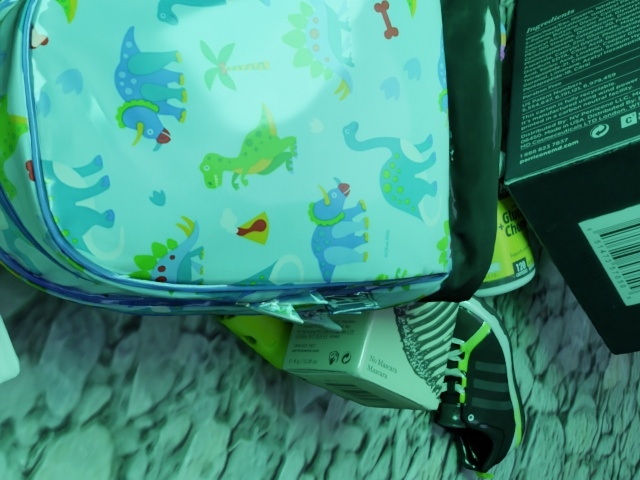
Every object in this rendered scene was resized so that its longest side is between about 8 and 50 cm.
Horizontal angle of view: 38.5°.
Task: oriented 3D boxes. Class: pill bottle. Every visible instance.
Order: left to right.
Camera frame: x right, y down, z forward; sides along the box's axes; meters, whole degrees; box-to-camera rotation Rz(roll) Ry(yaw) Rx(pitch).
[{"bbox_3d":[0.166,-0.037,0.996,0.103,0.103,0.184,-27,107,-44],"label":"pill bottle"}]

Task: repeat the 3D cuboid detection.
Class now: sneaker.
[{"bbox_3d":[0.161,0.160,0.992,0.097,0.084,0.234,-43,117,-38],"label":"sneaker"}]

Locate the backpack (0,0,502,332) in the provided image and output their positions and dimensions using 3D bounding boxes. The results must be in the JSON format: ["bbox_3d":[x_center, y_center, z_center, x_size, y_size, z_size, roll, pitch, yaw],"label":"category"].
[{"bbox_3d":[-0.057,-0.075,0.609,0.356,0.273,0.290,-1,98,-6],"label":"backpack"}]

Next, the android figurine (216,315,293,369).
[{"bbox_3d":[0.000,0.000,0.854,0.273,0.056,0.248,44,58,-35],"label":"android figurine"}]

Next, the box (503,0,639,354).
[{"bbox_3d":[0.377,-0.122,1.066,0.293,0.212,0.395,50,35,-31],"label":"box"}]

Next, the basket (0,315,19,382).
[{"bbox_3d":[-0.269,0.023,0.533,0.103,0.113,0.167,-28,107,-41],"label":"basket"}]

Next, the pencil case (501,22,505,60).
[{"bbox_3d":[0.097,-0.214,0.939,0.236,0.104,0.104,5,84,-47],"label":"pencil case"}]

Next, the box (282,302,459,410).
[{"bbox_3d":[0.066,0.004,0.815,0.113,0.094,0.275,29,67,-38],"label":"box"}]
